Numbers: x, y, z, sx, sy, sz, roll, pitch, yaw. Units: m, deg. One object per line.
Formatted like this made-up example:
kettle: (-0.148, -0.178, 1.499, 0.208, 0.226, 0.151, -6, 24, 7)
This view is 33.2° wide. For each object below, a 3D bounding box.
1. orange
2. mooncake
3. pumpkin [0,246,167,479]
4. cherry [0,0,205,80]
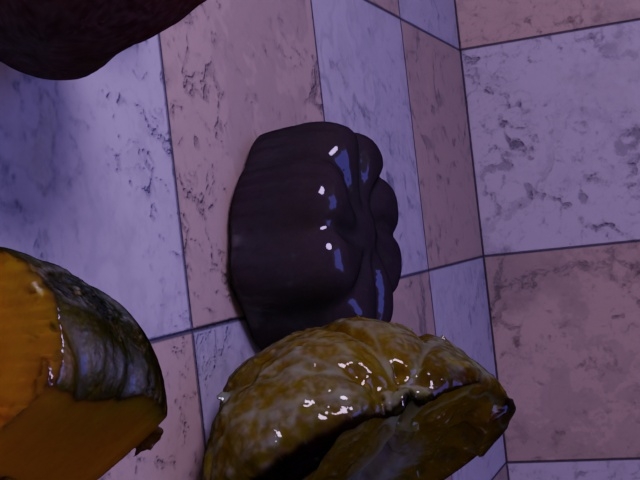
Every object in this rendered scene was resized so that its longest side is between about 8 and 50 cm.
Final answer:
orange: (0.016, 0.208, 1.212, 0.369, 0.210, 0.271, -14, 135, -34)
mooncake: (0.000, 0.000, 1.378, 0.306, 0.154, 0.306, -9, 90, -69)
pumpkin: (-0.215, 0.150, 0.715, 0.139, 0.190, 0.280, 48, 41, -58)
cherry: (-0.201, -0.249, 0.823, 0.206, 0.239, 0.239, -44, 128, -37)
